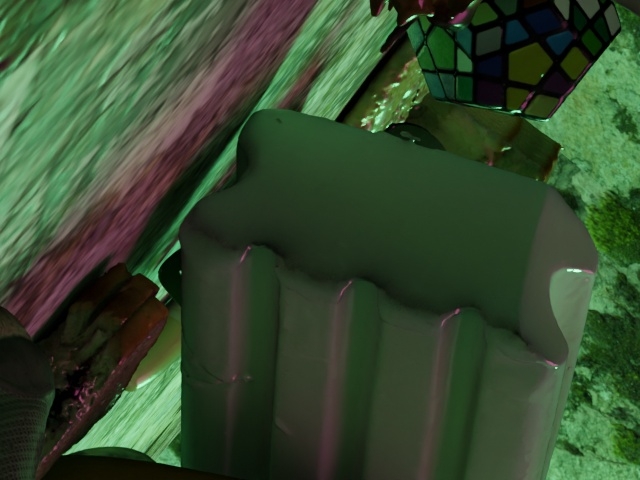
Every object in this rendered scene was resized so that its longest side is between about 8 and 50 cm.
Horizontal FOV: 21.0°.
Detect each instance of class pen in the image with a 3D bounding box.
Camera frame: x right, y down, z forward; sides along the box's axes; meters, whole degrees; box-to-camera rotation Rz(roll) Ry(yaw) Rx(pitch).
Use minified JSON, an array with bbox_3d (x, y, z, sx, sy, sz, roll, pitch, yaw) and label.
[{"bbox_3d":[-0.066,0.027,1.100,0.040,0.032,0.233,-21,-164,40],"label":"pen"}]

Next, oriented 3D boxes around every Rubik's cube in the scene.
[{"bbox_3d":[0.120,-0.134,1.074,0.133,0.133,0.112,-50,152,-12],"label":"Rubik's cube"}]

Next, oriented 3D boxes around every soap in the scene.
[{"bbox_3d":[0.025,0.089,0.828,0.289,0.173,0.095,94,17,-45],"label":"soap"}]

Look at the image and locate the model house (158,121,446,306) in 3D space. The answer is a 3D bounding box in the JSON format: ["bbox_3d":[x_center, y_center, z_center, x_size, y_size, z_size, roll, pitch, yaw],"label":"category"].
[{"bbox_3d":[0.000,0.000,0.940,0.167,0.117,0.088,-32,-155,4],"label":"model house"}]

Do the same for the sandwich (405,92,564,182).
[{"bbox_3d":[0.120,-0.074,1.491,0.227,0.155,0.198,-50,178,-21],"label":"sandwich"}]

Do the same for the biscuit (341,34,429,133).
[{"bbox_3d":[0.069,-0.124,1.260,0.220,0.033,0.220,-50,176,-5],"label":"biscuit"}]

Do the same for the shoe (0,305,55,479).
[{"bbox_3d":[-0.106,0.077,0.456,0.074,0.077,0.194,-52,177,16],"label":"shoe"}]

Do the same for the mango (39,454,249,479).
[{"bbox_3d":[-0.065,0.169,0.783,0.114,0.251,0.156,-73,169,-47],"label":"mango"}]

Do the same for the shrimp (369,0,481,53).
[{"bbox_3d":[0.095,-0.168,0.635,0.152,0.063,0.287,-55,178,42],"label":"shrimp"}]

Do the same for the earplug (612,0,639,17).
[{"bbox_3d":[0.224,-0.249,0.817,0.301,0.172,0.172,-57,176,19],"label":"earplug"}]

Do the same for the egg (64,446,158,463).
[{"bbox_3d":[-0.144,0.203,1.007,0.182,0.141,0.141,-59,176,9],"label":"egg"}]

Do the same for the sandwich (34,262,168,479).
[{"bbox_3d":[-0.106,0.059,0.715,0.105,0.036,0.093,-53,176,38],"label":"sandwich"}]
